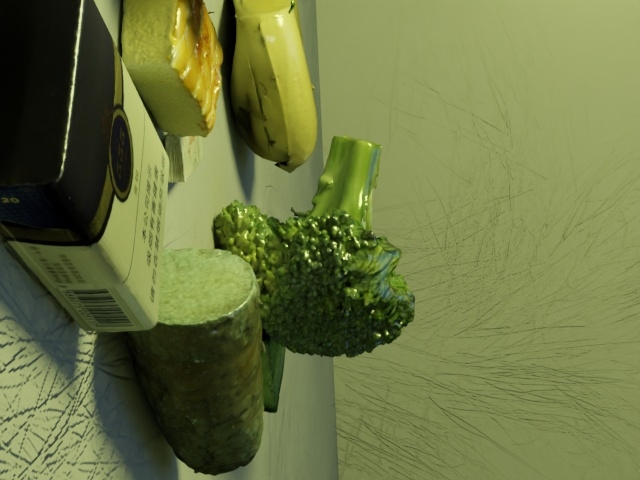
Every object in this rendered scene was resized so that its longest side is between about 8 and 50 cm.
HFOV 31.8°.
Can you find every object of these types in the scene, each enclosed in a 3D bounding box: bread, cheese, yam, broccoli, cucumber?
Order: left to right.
[{"bbox_3d":[-0.149,-0.194,1.151,0.188,0.068,0.126,71,18,-72],"label":"bread"},{"bbox_3d":[-0.112,0.129,1.102,0.330,0.133,0.133,85,6,-50],"label":"yam"},{"bbox_3d":[-0.088,0.150,1.699,0.244,0.063,0.115,-79,164,-67],"label":"cucumber"},{"bbox_3d":[-0.070,-0.250,1.719,0.260,0.128,0.316,-88,175,-56],"label":"cheese"},{"bbox_3d":[-0.019,0.014,1.508,0.375,0.249,0.302,140,-60,-84],"label":"broccoli"}]

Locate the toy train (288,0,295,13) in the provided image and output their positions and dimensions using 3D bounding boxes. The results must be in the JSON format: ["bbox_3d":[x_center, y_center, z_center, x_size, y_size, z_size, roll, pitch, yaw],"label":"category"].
[{"bbox_3d":[-0.088,-0.343,1.139,0.272,0.188,0.159,-76,-170,-79],"label":"toy train"}]

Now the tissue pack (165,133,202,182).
[{"bbox_3d":[-0.156,-0.105,1.284,0.108,0.023,0.056,-75,162,-72],"label":"tissue pack"}]

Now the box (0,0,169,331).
[{"bbox_3d":[-0.174,-0.053,0.822,0.259,0.071,0.168,79,11,-65],"label":"box"}]
